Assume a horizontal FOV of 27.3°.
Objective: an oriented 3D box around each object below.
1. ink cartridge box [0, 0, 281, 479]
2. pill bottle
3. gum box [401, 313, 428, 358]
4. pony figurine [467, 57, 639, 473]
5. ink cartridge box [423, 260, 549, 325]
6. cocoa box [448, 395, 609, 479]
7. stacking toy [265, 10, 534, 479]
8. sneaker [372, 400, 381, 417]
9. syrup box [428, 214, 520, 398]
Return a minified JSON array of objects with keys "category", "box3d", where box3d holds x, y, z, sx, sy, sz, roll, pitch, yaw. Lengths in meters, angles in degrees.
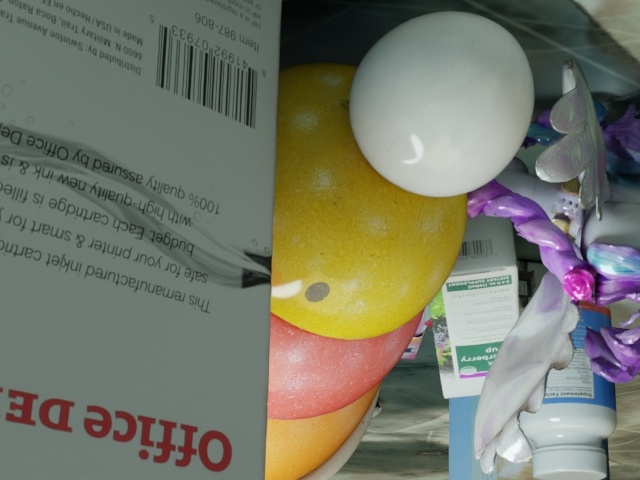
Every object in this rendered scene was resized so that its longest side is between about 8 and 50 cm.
[{"category":"ink cartridge box","box3d":[-0.180,-0.029,0.789,0.166,0.395,0.285,-16,154,41]},{"category":"pill bottle","box3d":[0.310,0.188,1.663,0.124,0.221,0.124,1,162,0]},{"category":"gum box","box3d":[0.044,0.108,1.690,0.188,0.062,0.107,2,161,-2]},{"category":"pony figurine","box3d":[0.236,0.005,1.044,0.363,0.303,0.351,13,-161,0]},{"category":"ink cartridge box","box3d":[0.210,0.067,1.558,0.150,0.063,0.109,7,160,-15]},{"category":"cocoa box","box3d":[0.320,0.369,2.000,0.231,0.347,0.228,-3,160,14]},{"category":"stacking toy","box3d":[-0.013,-0.022,0.983,0.350,0.351,0.480,10,149,-25]},{"category":"sneaker","box3d":[0.081,0.280,2.244,0.043,0.040,0.109,-15,165,-3]},{"category":"syrup box","box3d":[0.164,0.067,1.402,0.093,0.096,0.237,-6,141,7]}]
